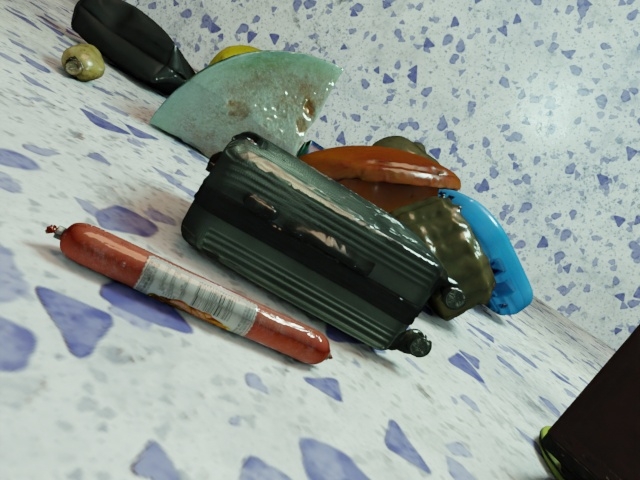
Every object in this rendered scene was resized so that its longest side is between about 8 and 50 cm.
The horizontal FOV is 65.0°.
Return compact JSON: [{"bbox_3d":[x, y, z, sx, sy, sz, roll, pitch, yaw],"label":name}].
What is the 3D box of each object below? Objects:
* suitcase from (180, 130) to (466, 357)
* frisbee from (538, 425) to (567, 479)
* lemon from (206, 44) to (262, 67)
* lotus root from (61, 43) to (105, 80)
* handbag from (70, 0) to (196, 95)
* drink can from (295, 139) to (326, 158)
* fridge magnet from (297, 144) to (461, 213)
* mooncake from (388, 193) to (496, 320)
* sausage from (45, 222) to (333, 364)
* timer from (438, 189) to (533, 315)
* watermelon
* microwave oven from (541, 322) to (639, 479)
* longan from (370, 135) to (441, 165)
[{"bbox_3d":[0.000,0.000,0.592,0.312,0.128,0.202,31,12,-12],"label":"suitcase"},{"bbox_3d":[0.350,0.305,0.570,0.235,0.017,0.236,32,12,-7],"label":"frisbee"},{"bbox_3d":[-0.207,-0.412,1.399,0.284,0.261,0.260,37,11,39],"label":"lemon"},{"bbox_3d":[-0.437,-0.331,0.931,0.072,0.063,0.152,17,22,-25],"label":"lotus root"},{"bbox_3d":[-0.460,-0.498,1.368,0.342,0.152,0.288,37,1,10],"label":"handbag"},{"bbox_3d":[0.020,-0.185,1.405,0.204,0.118,0.118,30,12,-12],"label":"drink can"},{"bbox_3d":[0.117,-0.124,1.087,0.363,0.155,0.363,5,7,-1],"label":"fridge magnet"},{"bbox_3d":[0.218,0.026,0.904,0.228,0.124,0.228,63,-2,3],"label":"mooncake"},{"bbox_3d":[-0.092,0.047,0.403,0.253,0.034,0.034,29,13,-20],"label":"sausage"},{"bbox_3d":[0.387,0.028,1.289,0.340,0.115,0.309,56,-4,-25],"label":"timer"},{"bbox_3d":[-0.137,-0.234,1.013,0.228,0.386,0.259,175,-103,-72],"label":"watermelon"},{"bbox_3d":[0.365,0.224,0.456,0.178,0.188,0.247,30,8,-41],"label":"microwave oven"},{"bbox_3d":[0.238,-0.169,1.529,0.297,0.297,0.297,32,12,-8],"label":"longan"}]
